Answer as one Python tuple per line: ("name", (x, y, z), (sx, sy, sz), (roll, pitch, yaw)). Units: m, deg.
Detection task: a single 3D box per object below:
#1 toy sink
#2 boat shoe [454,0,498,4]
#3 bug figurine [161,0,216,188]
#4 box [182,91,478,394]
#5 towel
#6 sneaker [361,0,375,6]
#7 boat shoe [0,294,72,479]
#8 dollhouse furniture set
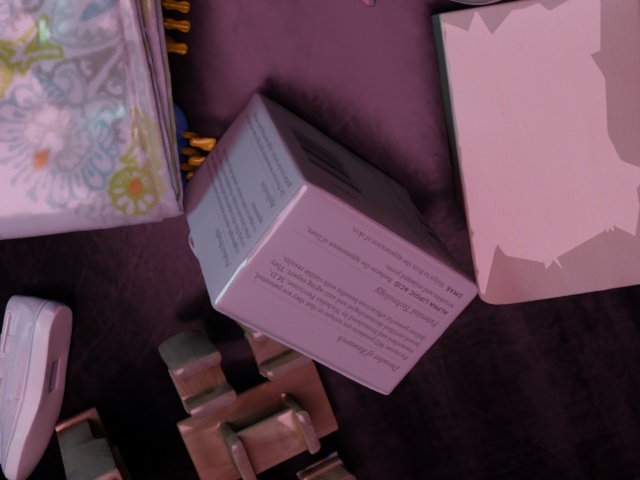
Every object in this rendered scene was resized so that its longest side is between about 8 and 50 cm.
("toy sink", (0.184, -0.083, 0.814), (0.153, 0.131, 0.234), (-9, 101, 5))
("boat shoe", (0.019, -0.249, 0.665), (0.302, 0.094, 0.109), (33, 135, -19))
("bug figurine", (-0.219, -0.137, 0.839), (0.279, 0.072, 0.216), (11, 113, -6))
("box", (0.000, 0.000, 0.794), (0.182, 0.181, 0.119), (31, 107, -29))
("towel", (-0.299, -0.147, 0.735), (0.375, 0.090, 0.320), (-5, 113, -4))
("sneaker", (0.137, -0.281, 0.750), (0.319, 0.112, 0.131), (-12, 129, 27))
("boat shoe", (-0.285, 0.139, 0.931), (0.063, 0.066, 0.184), (16, 109, 12))
("dollhouse furniture set", (-0.110, 0.190, 0.924), (0.242, 0.161, 0.212), (-24, 105, -14))
